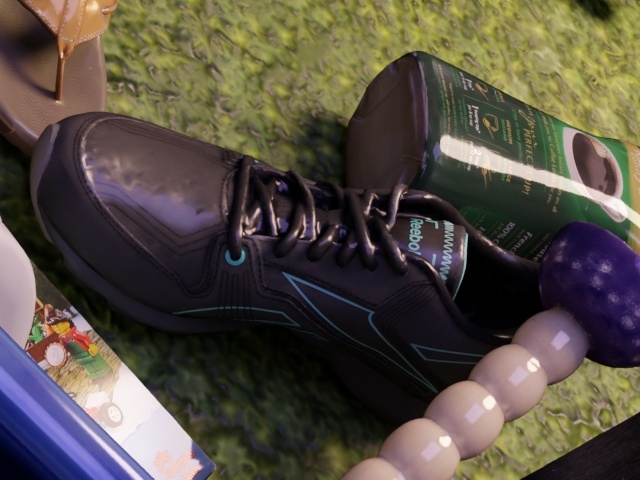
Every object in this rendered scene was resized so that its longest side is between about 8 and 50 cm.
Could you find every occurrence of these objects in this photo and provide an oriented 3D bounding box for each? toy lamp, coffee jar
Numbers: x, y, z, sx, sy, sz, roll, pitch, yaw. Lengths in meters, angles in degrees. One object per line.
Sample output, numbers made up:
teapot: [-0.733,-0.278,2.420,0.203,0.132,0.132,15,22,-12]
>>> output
toy lamp: [0.027,0.100,0.674,0.274,0.080,0.080,-37,87,-18]
coffee jar: [0.106,-0.023,0.884,0.184,0.079,0.096,20,48,-26]

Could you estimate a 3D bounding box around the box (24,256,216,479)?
box: [-0.163,0.097,0.610,0.159,0.044,0.233,48,44,-1]

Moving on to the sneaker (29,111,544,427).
sneaker: [0.000,0.000,0.758,0.267,0.106,0.101,24,52,-27]

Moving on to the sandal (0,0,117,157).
sandal: [-0.120,-0.118,0.786,0.072,0.049,0.180,22,56,-25]

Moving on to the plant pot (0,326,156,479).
plant pot: [-0.118,0.182,0.339,0.236,0.212,0.236,46,43,-3]

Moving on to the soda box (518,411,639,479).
soda box: [0.115,0.123,0.725,0.053,0.169,0.060,-1,63,-42]

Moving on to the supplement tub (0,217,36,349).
supplement tub: [-0.231,-0.037,0.502,0.191,0.191,0.272,-20,60,-45]
